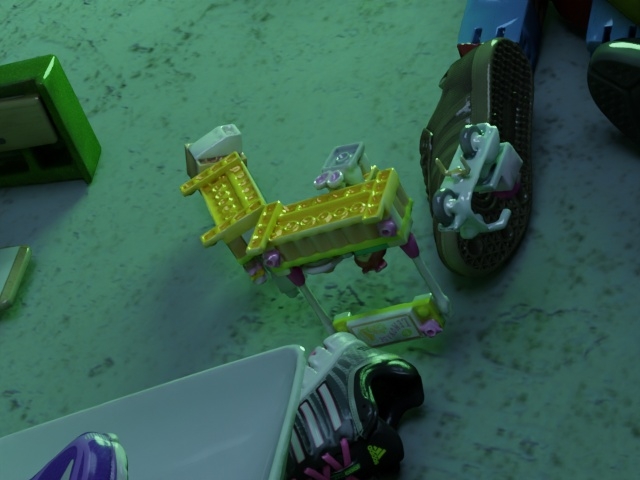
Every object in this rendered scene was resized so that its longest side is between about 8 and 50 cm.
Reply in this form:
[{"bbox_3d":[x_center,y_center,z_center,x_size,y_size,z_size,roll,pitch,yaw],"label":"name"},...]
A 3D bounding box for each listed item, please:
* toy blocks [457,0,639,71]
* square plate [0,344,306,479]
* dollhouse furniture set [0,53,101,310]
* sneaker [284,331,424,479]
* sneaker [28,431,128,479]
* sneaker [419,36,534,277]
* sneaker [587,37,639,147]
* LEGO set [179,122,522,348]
[{"bbox_3d":[0.257,-0.228,1.018,0.381,0.191,0.261,2,59,22],"label":"toy blocks"},{"bbox_3d":[-0.162,0.236,0.696,0.347,0.049,0.344,-20,38,29],"label":"square plate"},{"bbox_3d":[-0.295,-0.104,0.965,0.151,0.301,0.197,-7,42,17],"label":"dollhouse furniture set"},{"bbox_3d":[0.006,0.122,0.806,0.075,0.063,0.170,6,43,33],"label":"sneaker"},{"bbox_3d":[-0.165,0.152,0.685,0.170,0.071,0.068,-41,33,1],"label":"sneaker"},{"bbox_3d":[0.101,-0.050,0.961,0.071,0.066,0.188,-25,40,47],"label":"sneaker"},{"bbox_3d":[0.296,-0.101,0.919,0.227,0.087,0.130,18,52,29],"label":"sneaker"},{"bbox_3d":[0.000,0.000,0.916,0.287,0.107,0.132,2,45,46],"label":"LEGO set"}]
